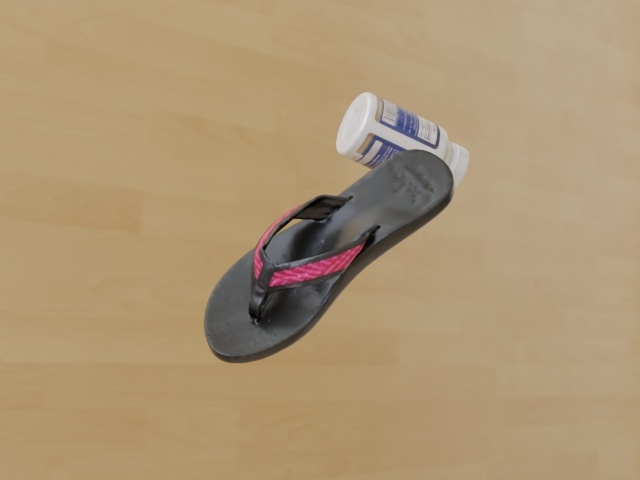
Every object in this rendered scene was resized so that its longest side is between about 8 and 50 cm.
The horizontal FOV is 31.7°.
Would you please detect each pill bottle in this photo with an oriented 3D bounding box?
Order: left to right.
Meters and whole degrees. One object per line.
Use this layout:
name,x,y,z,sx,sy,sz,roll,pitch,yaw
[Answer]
pill bottle,0.081,-0.091,1.093,0.120,0.067,0.067,23,69,-19

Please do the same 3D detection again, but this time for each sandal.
sandal,0.000,0.000,0.658,0.179,0.067,0.040,-39,147,-9
